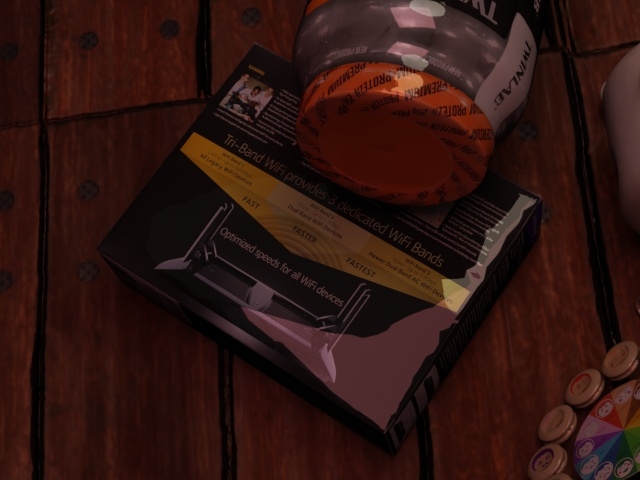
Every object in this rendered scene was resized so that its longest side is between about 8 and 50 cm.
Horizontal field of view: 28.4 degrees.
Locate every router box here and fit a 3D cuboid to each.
[{"bbox_3d":[0.000,0.000,1.106,0.308,0.081,0.243,31,75,20],"label":"router box"}]

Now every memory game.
[{"bbox_3d":[0.232,0.143,0.976,0.012,0.186,0.186,41,75,-21],"label":"memory game"}]

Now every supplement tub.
[{"bbox_3d":[0.090,-0.199,1.039,0.193,0.194,0.316,8,61,12],"label":"supplement tub"}]

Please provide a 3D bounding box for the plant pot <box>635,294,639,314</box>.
[{"bbox_3d":[0.334,0.060,1.020,0.096,0.109,0.109,-18,65,-12],"label":"plant pot"}]

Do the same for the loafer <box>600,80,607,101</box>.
[{"bbox_3d":[0.315,-0.138,1.143,0.125,0.039,0.045,-8,99,9],"label":"loafer"}]

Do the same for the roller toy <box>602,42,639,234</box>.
[{"bbox_3d":[0.335,-0.079,1.027,0.209,0.191,0.146,4,65,-15],"label":"roller toy"}]
